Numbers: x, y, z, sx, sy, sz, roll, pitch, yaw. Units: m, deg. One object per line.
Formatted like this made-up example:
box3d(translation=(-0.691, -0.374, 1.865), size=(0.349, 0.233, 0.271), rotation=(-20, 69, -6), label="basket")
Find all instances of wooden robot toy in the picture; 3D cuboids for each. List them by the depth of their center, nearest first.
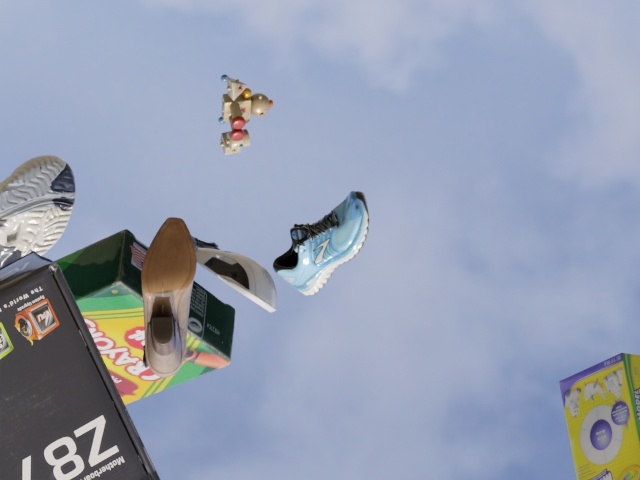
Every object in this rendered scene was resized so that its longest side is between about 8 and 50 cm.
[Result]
box3d(translation=(-0.108, -0.190, 2.562), size=(0.079, 0.173, 0.076), rotation=(-11, -127, -15), label="wooden robot toy")

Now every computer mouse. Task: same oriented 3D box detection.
box3d(translation=(-0.109, 0.028, 2.014), size=(0.193, 0.106, 0.042), rotation=(31, -94, 42), label="computer mouse")

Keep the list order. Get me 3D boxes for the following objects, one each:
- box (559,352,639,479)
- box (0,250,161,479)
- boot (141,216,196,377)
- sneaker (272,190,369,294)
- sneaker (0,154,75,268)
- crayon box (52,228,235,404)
box3d(translation=(0.327, 0.226, 1.875), size=(0.043, 0.105, 0.179), rotation=(9, -118, -37), label="box")
box3d(translation=(-0.362, 0.239, 1.558), size=(0.395, 0.318, 0.097), rotation=(-27, -162, -18), label="box")
box3d(translation=(-0.122, 0.050, 1.345), size=(0.042, 0.087, 0.118), rotation=(8, -107, -1), label="boot")
box3d(translation=(0.000, 0.000, 2.067), size=(0.073, 0.162, 0.063), rotation=(25, -149, -26), label="sneaker")
box3d(translation=(-0.356, -0.011, 1.898), size=(0.094, 0.235, 0.153), rotation=(19, -164, -21), label="sneaker")
box3d(translation=(-0.285, 0.118, 1.985), size=(0.318, 0.202, 0.081), rotation=(-23, -133, 30), label="crayon box")
